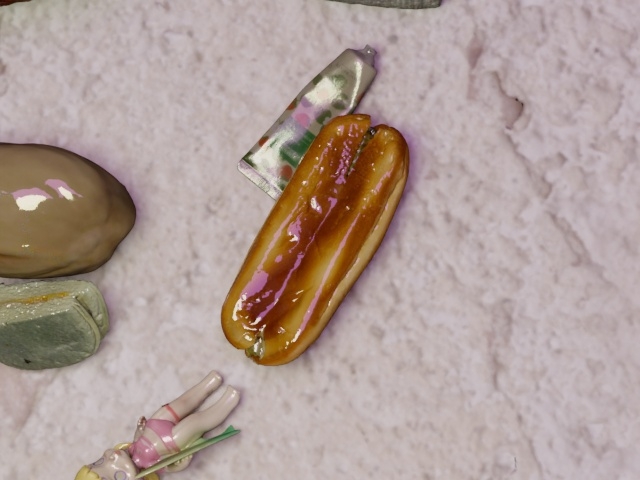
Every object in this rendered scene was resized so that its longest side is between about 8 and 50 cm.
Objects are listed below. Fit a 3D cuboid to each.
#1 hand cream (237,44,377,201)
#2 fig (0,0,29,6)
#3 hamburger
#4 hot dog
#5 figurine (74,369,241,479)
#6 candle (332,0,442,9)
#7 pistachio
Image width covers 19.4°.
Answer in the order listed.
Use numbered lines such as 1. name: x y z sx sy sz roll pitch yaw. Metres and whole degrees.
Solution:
1. hand cream: -0.005 -0.112 1.711 0.057 0.037 0.165 39 88 9
2. fig: -0.294 -0.398 1.703 0.286 0.286 0.368 1 48 2
3. hamburger: -0.240 0.079 1.652 0.121 0.084 0.054 -11 41 13
4. hot dog: 0.000 0.000 1.667 0.100 0.068 0.249 28 79 15
5. figurine: -0.145 0.193 1.640 0.083 0.083 0.187 43 70 9
6. candle: 0.056 -0.283 1.722 0.192 0.068 0.168 -40 82 -2
7. pistachio: -0.275 -0.031 1.658 0.226 0.136 0.135 9 79 10
